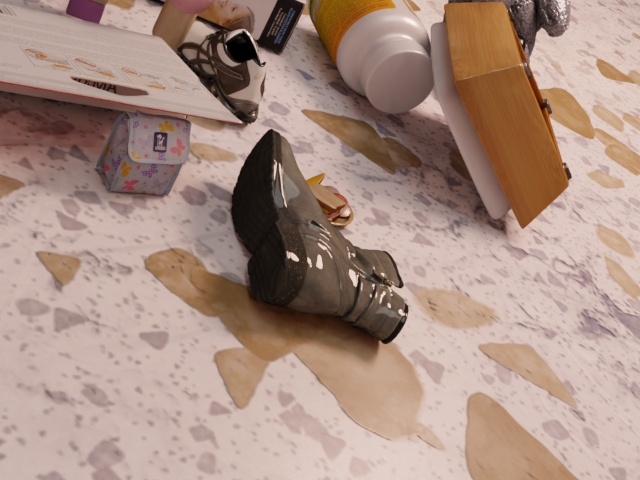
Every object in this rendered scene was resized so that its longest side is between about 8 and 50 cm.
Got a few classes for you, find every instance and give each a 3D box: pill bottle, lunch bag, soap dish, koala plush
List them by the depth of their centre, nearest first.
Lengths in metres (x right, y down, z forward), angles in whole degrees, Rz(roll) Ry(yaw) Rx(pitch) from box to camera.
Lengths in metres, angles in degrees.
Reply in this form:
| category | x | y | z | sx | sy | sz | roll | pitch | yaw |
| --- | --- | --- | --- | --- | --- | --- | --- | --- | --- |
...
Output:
| category | x | y | z | sx | sy | sz | roll | pitch | yaw |
| --- | --- | --- | --- | --- | --- | --- | --- | --- | --- |
| lunch bag | -0.172 | -0.088 | 1.055 | 0.071 | 0.083 | 0.053 | 4 | 39 | -39 |
| soap dish | 0.241 | -0.184 | 1.441 | 0.229 | 0.118 | 0.291 | 61 | 17 | -26 |
| pill bottle | 0.077 | -0.290 | 1.530 | 0.136 | 0.136 | 0.246 | 12 | 34 | -29 |
| koala plush | 0.283 | -0.294 | 1.723 | 0.196 | 0.203 | 0.221 | 18 | 53 | -21 |

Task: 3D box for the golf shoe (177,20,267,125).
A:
| category | x | y | z | sx | sy | sz | roll | pitch | yaw |
| --- | --- | --- | --- | --- | --- | --- | --- | --- | --- |
| golf shoe | -0.113 | -0.230 | 1.316 | 0.077 | 0.094 | 0.198 | 3 | 38 | -37 |

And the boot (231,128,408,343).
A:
| category | x | y | z | sx | sy | sz | roll | pitch | yaw |
| --- | --- | --- | --- | --- | --- | --- | --- | --- | --- |
| boot | 0.000 | 0.000 | 1.101 | 0.161 | 0.083 | 0.247 | 22 | 36 | -29 |

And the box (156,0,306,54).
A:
| category | x | y | z | sx | sy | sz | roll | pitch | yaw |
| --- | --- | --- | --- | --- | --- | --- | --- | --- | --- |
| box | -0.168 | -0.386 | 1.508 | 0.290 | 0.087 | 0.169 | 21 | 31 | -16 |

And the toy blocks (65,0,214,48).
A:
| category | x | y | z | sx | sy | sz | roll | pitch | yaw |
| --- | --- | --- | --- | --- | --- | --- | --- | --- | --- |
| toy blocks | -0.243 | -0.430 | 1.237 | 0.308 | 0.260 | 0.289 | 14 | 58 | -20 |

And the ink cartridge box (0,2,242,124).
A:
| category | x | y | z | sx | sy | sz | roll | pitch | yaw |
| --- | --- | --- | --- | --- | --- | --- | --- | --- | --- |
| ink cartridge box | -0.249 | -0.167 | 1.092 | 0.275 | 0.060 | 0.239 | 6 | 28 | -36 |

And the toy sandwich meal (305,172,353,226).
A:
| category | x | y | z | sx | sy | sz | roll | pitch | yaw |
| --- | --- | --- | --- | --- | --- | --- | --- | --- | --- |
| toy sandwich meal | 0.005 | -0.047 | 1.206 | 0.085 | 0.029 | 0.086 | 22 | 31 | -14 |
